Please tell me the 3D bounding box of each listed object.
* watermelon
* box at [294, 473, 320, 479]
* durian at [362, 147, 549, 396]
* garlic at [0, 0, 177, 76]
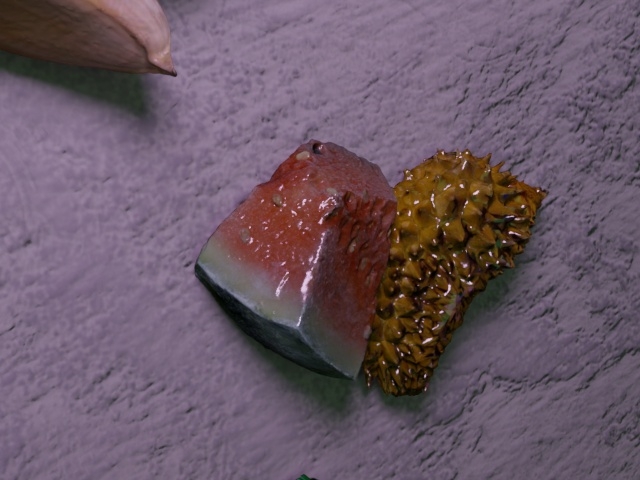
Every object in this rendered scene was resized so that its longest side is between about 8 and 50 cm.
[{"bbox_3d":[0.000,0.000,1.120,0.193,0.139,0.257,42,69,-36],"label":"watermelon"},{"bbox_3d":[-0.061,0.406,1.147,0.250,0.103,0.180,-26,110,-25],"label":"box"},{"bbox_3d":[0.145,0.027,1.195,0.191,0.112,0.341,42,80,-30],"label":"durian"},{"bbox_3d":[-0.246,-0.223,0.898,0.245,0.164,0.145,23,104,-30],"label":"garlic"}]
